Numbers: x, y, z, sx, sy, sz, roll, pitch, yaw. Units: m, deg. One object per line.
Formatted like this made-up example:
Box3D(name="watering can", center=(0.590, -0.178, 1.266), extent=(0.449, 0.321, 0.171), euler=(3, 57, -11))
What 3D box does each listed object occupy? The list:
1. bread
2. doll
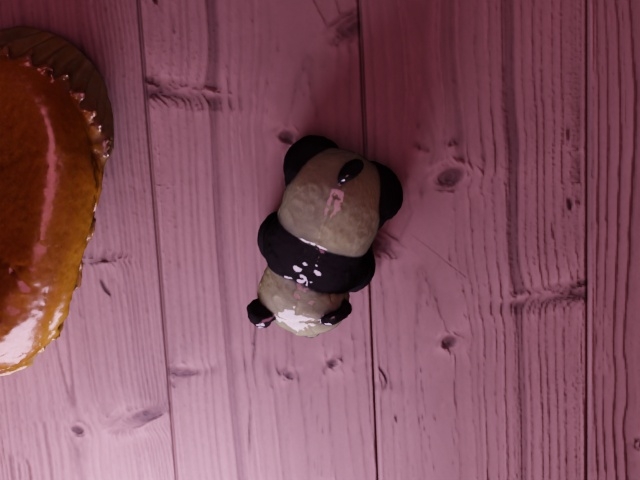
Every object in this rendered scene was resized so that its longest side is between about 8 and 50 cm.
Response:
Box3D(name="bread", center=(-0.352, -0.043, 1.654), extent=(0.236, 0.183, 0.388), euler=(10, 107, 6))
Box3D(name="doll", center=(-0.001, -0.002, 1.653), extent=(0.144, 0.135, 0.234), euler=(22, 111, 2))
